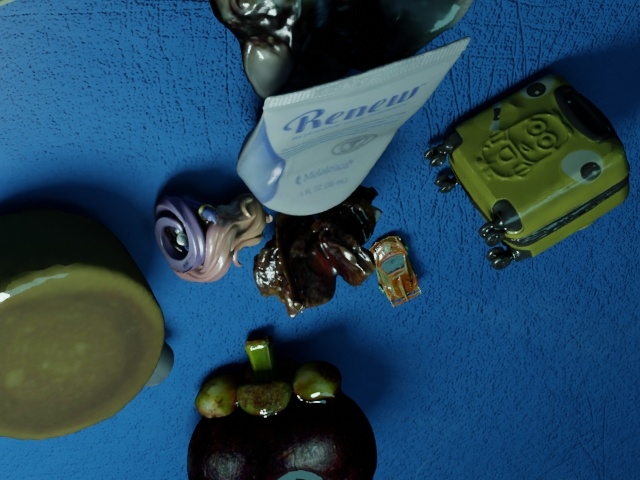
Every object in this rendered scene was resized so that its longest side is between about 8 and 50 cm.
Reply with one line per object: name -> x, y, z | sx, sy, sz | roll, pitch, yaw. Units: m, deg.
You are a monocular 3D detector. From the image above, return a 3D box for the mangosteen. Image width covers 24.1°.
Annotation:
mangosteen -> -0.062, 0.283, 2.154 | 0.275, 0.275, 0.302 | -15, 99, -19

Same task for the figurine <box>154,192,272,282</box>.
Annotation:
figurine -> -0.133, -0.005, 1.917 | 0.157, 0.114, 0.126 | -2, 145, -32

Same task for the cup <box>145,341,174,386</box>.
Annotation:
cup -> -0.240, 0.143, 2.026 | 0.100, 0.078, 0.077 | -63, 144, -13

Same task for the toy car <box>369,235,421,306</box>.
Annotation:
toy car -> 0.107, 0.041, 2.159 | 0.059, 0.035, 0.122 | -25, 139, -3

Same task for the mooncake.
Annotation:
mooncake -> -0.345, 0.099, 1.855 | 0.284, 0.155, 0.284 | -15, 133, -16

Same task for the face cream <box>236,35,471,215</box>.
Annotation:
face cream -> 0.011, -0.135, 1.746 | 0.235, 0.137, 0.420 | -17, 171, -15

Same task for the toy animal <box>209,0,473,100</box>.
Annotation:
toy animal -> -0.007, -0.274, 1.672 | 0.303, 0.194, 0.344 | -39, 153, 32

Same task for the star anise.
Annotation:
star anise -> 0.000, 0.000, 1.949 | 0.190, 0.220, 0.125 | -30, 105, -14

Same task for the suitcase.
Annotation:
suitcase -> 0.289, -0.092, 2.031 | 0.235, 0.194, 0.143 | -30, 146, -3

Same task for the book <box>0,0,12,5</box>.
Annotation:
book -> -0.302, -0.353, 1.444 | 0.260, 0.043, 0.371 | -25, 157, -17
